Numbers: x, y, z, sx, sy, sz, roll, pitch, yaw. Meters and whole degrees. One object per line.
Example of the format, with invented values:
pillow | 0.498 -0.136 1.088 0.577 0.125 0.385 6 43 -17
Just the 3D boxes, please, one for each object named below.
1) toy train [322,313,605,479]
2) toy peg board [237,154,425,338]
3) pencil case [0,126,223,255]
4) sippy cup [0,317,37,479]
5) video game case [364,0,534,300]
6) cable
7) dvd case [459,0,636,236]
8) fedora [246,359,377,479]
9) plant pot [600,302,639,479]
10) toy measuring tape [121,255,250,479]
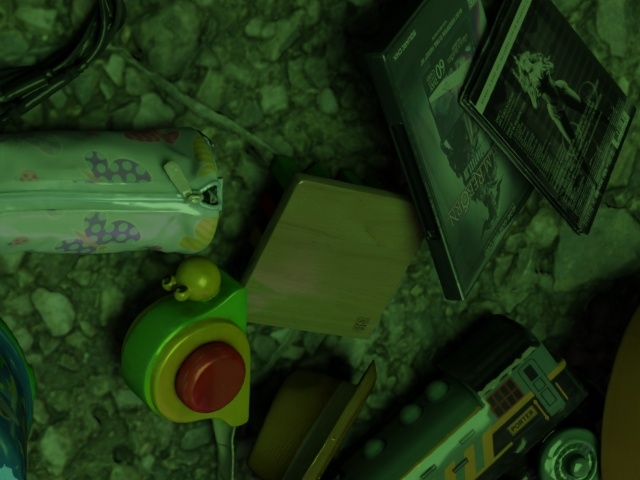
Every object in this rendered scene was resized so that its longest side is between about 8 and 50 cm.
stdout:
toy train | 0.144 0.231 1.934 0.334 0.142 0.190 -40 112 -7
toy peg board | 0.000 0.000 1.798 0.161 0.079 0.160 11 120 -32
pencil case | -0.221 -0.038 1.617 0.273 0.124 0.113 -2 111 -28
sippy cup | -0.340 0.172 1.550 0.305 0.224 0.240 14 102 -21
video game case | 0.129 -0.109 1.782 0.196 0.026 0.274 -54 133 -43
cable | -0.249 -0.196 1.590 0.184 0.047 0.150 -36 118 -9
dvd case | 0.228 -0.133 1.852 0.221 0.018 0.164 45 58 -35
fedora | -0.018 0.186 1.829 0.079 0.194 0.194 31 94 4
plant pot | 0.446 0.193 1.968 0.291 0.203 0.291 -18 112 -53
toy measuring tape | -0.129 0.161 1.765 0.121 0.121 0.330 -13 125 -24
